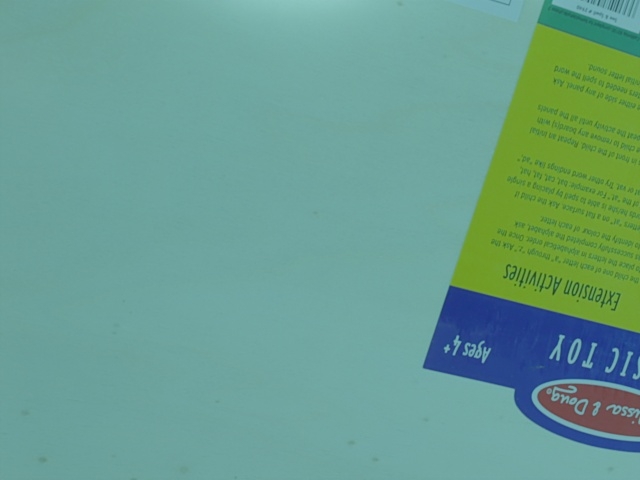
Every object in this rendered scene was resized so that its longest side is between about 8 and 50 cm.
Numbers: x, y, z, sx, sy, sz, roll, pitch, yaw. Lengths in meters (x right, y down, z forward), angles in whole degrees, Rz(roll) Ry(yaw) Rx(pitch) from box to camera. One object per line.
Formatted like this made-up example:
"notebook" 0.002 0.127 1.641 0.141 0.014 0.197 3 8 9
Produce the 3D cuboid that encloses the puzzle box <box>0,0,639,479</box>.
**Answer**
"puzzle box" 0.000 0.000 0.539 0.408 0.052 0.272 14 98 -24
